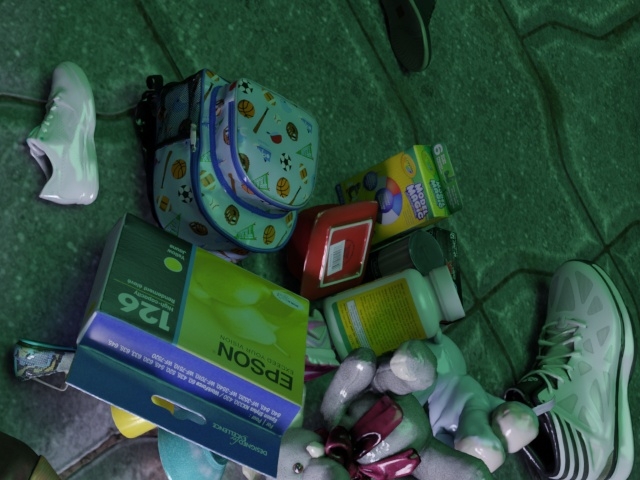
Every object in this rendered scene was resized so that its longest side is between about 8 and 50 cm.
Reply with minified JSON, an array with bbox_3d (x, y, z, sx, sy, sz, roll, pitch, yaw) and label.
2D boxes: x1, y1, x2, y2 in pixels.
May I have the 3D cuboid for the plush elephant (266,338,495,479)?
[{"bbox_3d":[0.033,0.304,1.697,0.255,0.330,0.272,-33,109,-30],"label":"plush elephant"}]

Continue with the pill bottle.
[{"bbox_3d":[0.118,0.114,1.889,0.117,0.208,0.118,-20,90,-85],"label":"pill bottle"}]

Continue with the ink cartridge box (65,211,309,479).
[{"bbox_3d":[-0.161,0.129,1.571,0.303,0.072,0.307,28,30,-18],"label":"ink cartridge box"}]

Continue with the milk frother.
[{"bbox_3d":[0.159,0.055,2.023,0.143,0.134,0.129,-21,87,-47],"label":"milk frother"}]

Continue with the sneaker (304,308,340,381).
[{"bbox_3d":[-0.082,0.145,1.787,0.252,0.103,0.111,14,58,-46],"label":"sneaker"}]

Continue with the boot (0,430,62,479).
[{"bbox_3d":[-0.430,0.325,1.392,0.207,0.090,0.248,41,48,-6],"label":"boot"}]

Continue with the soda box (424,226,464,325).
[{"bbox_3d":[0.214,0.065,2.131,0.060,0.053,0.169,16,60,-38],"label":"soda box"}]

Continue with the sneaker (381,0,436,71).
[{"bbox_3d":[0.195,-0.432,2.320,0.118,0.083,0.222,-2,72,-45],"label":"sneaker"}]

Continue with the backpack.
[{"bbox_3d":[-0.129,-0.102,1.781,0.276,0.213,0.263,21,69,-40],"label":"backpack"}]

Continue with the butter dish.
[{"bbox_3d":[0.000,0.000,1.919,0.160,0.118,0.160,-14,123,-47],"label":"butter dish"}]

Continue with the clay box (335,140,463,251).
[{"bbox_3d":[0.131,-0.073,1.992,0.053,0.222,0.127,-5,75,-45],"label":"clay box"}]

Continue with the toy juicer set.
[{"bbox_3d":[-0.174,0.267,1.656,0.329,0.089,0.209,57,24,-32],"label":"toy juicer set"}]

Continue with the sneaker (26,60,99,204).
[{"bbox_3d":[-0.369,-0.155,1.663,0.094,0.080,0.212,0,73,-32],"label":"sneaker"}]

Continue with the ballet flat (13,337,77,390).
[{"bbox_3d":[-0.325,0.168,1.569,0.188,0.070,0.070,11,64,-41],"label":"ballet flat"}]

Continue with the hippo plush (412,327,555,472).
[{"bbox_3d":[0.221,0.250,1.921,0.294,0.234,0.237,-34,84,-28],"label":"hippo plush"}]

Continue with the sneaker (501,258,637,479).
[{"bbox_3d":[0.453,0.230,2.200,0.257,0.169,0.448,16,64,-41],"label":"sneaker"}]
